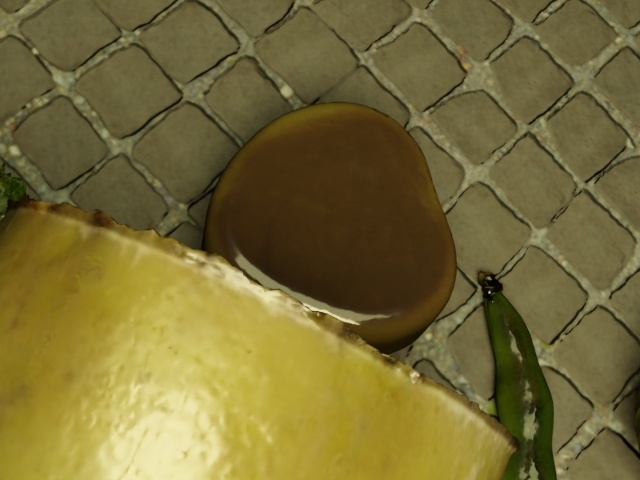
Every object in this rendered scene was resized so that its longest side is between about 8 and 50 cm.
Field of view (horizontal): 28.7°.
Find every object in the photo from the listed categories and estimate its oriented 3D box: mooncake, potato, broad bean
[{"bbox_3d":[0.000,0.000,1.133,0.234,0.117,0.235,3,70,-9],"label":"mooncake"},{"bbox_3d":[-0.111,0.192,0.893,0.442,0.385,0.320,36,72,-36],"label":"potato"},{"bbox_3d":[0.188,0.167,1.158,0.060,0.043,0.298,-2,70,-2],"label":"broad bean"}]

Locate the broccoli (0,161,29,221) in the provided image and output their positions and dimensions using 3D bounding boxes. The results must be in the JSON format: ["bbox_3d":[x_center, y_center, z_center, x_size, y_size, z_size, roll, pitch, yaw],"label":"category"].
[{"bbox_3d":[-0.367,-0.003,0.966,0.303,0.283,0.321,24,53,-20],"label":"broccoli"}]

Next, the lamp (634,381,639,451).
[{"bbox_3d":[0.410,0.145,1.117,0.250,0.250,0.284,27,59,-3],"label":"lamp"}]
